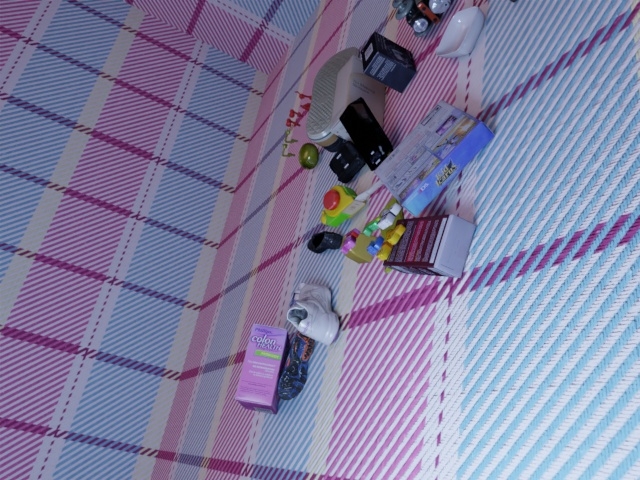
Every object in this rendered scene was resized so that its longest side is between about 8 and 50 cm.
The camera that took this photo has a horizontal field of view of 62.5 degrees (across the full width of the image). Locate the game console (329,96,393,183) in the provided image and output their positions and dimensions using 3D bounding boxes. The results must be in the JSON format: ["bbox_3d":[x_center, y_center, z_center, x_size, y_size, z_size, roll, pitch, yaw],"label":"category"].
[{"bbox_3d":[0.112,-0.311,1.795,0.044,0.213,0.361,-28,-6,-25],"label":"game console"}]

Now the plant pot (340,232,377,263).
[{"bbox_3d":[0.110,0.017,1.588,0.081,0.083,0.081,-10,60,64],"label":"plant pot"}]

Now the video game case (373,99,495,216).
[{"bbox_3d":[0.281,-0.219,1.359,0.269,0.061,0.244,-47,26,13],"label":"video game case"}]

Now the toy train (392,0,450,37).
[{"bbox_3d":[0.347,-0.833,1.782,0.190,0.142,0.333,-40,34,34],"label":"toy train"}]

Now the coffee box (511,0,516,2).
[{"bbox_3d":[0.523,-0.784,1.323,0.168,0.119,0.297,-22,50,60],"label":"coffee box"}]

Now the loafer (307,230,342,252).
[{"bbox_3d":[0.000,0.000,1.870,0.223,0.078,0.076,-11,59,65],"label":"loafer"}]

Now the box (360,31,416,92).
[{"bbox_3d":[0.230,-0.607,1.795,0.093,0.158,0.156,-51,28,39],"label":"box"}]

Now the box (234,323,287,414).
[{"bbox_3d":[-0.182,0.426,1.730,0.213,0.117,0.242,90,-170,-64],"label":"box"}]

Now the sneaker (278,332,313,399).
[{"bbox_3d":[-0.078,0.404,1.695,0.087,0.083,0.221,138,153,-78],"label":"sneaker"}]

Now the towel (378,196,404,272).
[{"bbox_3d":[0.202,-0.024,1.495,0.102,0.021,0.237,-50,28,37],"label":"towel"}]

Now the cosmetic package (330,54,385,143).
[{"bbox_3d":[0.140,-0.503,1.913,0.113,0.160,0.309,-39,37,49],"label":"cosmetic package"}]

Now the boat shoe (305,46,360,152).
[{"bbox_3d":[0.069,-0.566,2.110,0.187,0.156,0.500,-5,58,33],"label":"boat shoe"}]

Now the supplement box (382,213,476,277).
[{"bbox_3d":[0.253,0.014,1.264,0.239,0.073,0.130,-1,68,67],"label":"supplement box"}]

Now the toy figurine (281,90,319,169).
[{"bbox_3d":[-0.017,-0.513,2.272,0.217,0.191,0.362,-19,53,56],"label":"toy figurine"}]

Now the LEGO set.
[{"bbox_3d":[0.138,0.004,1.323,0.227,0.087,0.093,-35,23,56],"label":"LEGO set"}]

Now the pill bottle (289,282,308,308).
[{"bbox_3d":[-0.067,0.212,1.843,0.067,0.067,0.120,-16,55,64],"label":"pill bottle"}]

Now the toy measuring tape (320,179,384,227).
[{"bbox_3d":[0.106,-0.161,1.735,0.330,0.121,0.121,-40,34,37],"label":"toy measuring tape"}]

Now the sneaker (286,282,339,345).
[{"bbox_3d":[-0.037,0.207,1.662,0.114,0.152,0.305,-65,20,14],"label":"sneaker"}]

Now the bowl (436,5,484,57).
[{"bbox_3d":[0.405,-0.585,1.503,0.142,0.053,0.142,-67,22,5],"label":"bowl"}]
